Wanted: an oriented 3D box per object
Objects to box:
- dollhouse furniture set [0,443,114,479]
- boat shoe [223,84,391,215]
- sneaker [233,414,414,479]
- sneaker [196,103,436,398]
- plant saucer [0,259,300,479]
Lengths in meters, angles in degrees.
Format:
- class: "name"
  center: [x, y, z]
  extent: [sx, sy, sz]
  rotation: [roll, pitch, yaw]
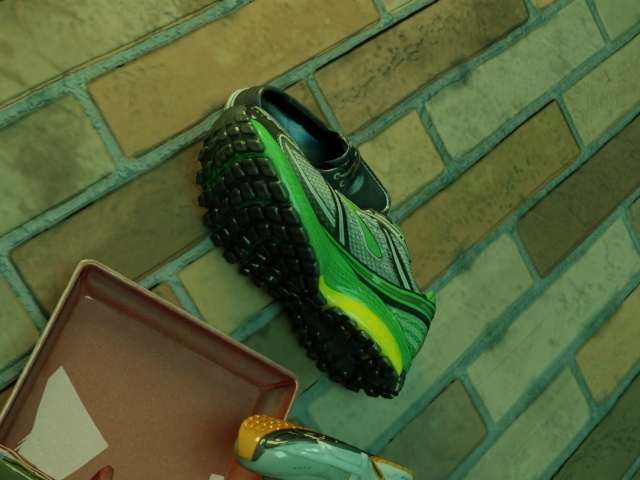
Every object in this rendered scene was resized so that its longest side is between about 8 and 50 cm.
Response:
- class: "dollhouse furniture set"
  center: [-0.338, 0.268, 0.590]
  extent: [0.374, 0.152, 0.201]
  rotation: [-45, 111, 5]
- class: "boat shoe"
  center: [0.002, -0.091, 0.952]
  extent: [0.228, 0.076, 0.080]
  rotation: [39, 63, -23]
- class: "sneaker"
  center: [0.001, 0.252, 0.858]
  extent: [0.262, 0.099, 0.121]
  rotation: [35, 72, -48]
- class: "sneaker"
  center: [0.000, 0.000, 0.922]
  extent: [0.343, 0.134, 0.146]
  rotation: [56, 51, -25]
- class: "plant saucer"
  center: [-0.170, 0.189, 0.811]
  extent: [0.259, 0.047, 0.258]
  rotation: [34, 65, -27]
